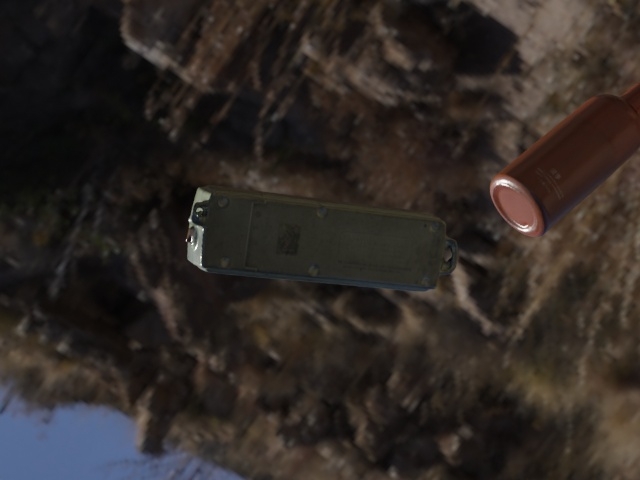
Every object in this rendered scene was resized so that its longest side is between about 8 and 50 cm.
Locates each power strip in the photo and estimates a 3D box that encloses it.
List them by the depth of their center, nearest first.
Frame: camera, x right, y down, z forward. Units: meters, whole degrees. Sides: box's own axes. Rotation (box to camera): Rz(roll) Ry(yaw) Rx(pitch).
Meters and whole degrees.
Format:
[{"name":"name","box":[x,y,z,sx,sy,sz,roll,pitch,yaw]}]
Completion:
[{"name":"power strip","box":[0.000,-0.001,1.245,0.272,0.078,0.052,6,-173,-24]}]

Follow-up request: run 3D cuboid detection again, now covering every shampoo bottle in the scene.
[{"name":"shampoo bottle","box":[0.291,-0.102,1.438,0.085,0.244,0.085,41,154,25]}]
